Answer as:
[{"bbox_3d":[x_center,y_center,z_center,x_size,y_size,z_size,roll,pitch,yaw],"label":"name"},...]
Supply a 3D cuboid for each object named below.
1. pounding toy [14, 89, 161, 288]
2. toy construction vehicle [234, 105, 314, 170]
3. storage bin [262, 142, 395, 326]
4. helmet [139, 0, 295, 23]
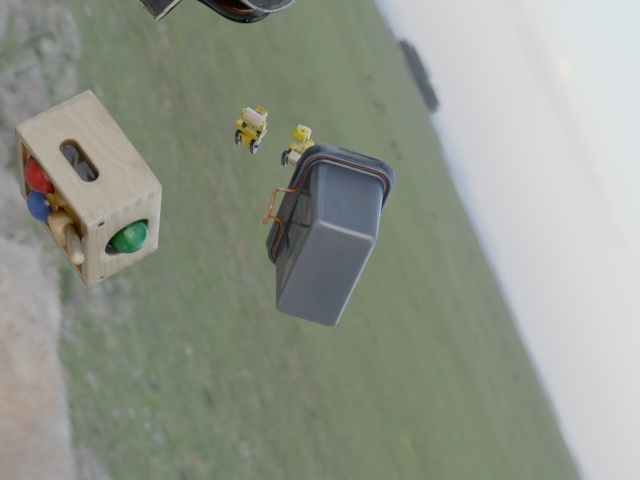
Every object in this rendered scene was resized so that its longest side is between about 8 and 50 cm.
[{"bbox_3d":[-0.193,-0.028,1.249,0.141,0.100,0.130,52,-23,19],"label":"pounding toy"},{"bbox_3d":[-0.047,-0.110,1.594,0.086,0.035,0.098,32,-16,9],"label":"toy construction vehicle"},{"bbox_3d":[0.000,0.000,1.296,0.091,0.098,0.135,-86,-164,-52],"label":"storage bin"},{"bbox_3d":[-0.095,-0.273,1.404,0.169,0.161,0.169,-166,-90,-76],"label":"helmet"}]
